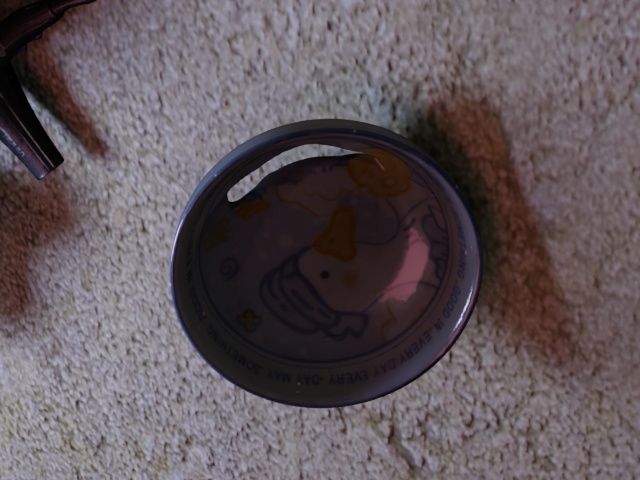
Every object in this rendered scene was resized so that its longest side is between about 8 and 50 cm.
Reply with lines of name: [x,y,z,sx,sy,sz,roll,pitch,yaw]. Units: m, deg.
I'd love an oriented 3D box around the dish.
dish: [0.000,0.000,1.738,0.273,0.134,0.273,-3,118,-5]

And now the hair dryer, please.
hair dryer: [-0.272,-0.174,1.861,0.219,0.075,0.195,-30,103,40]
